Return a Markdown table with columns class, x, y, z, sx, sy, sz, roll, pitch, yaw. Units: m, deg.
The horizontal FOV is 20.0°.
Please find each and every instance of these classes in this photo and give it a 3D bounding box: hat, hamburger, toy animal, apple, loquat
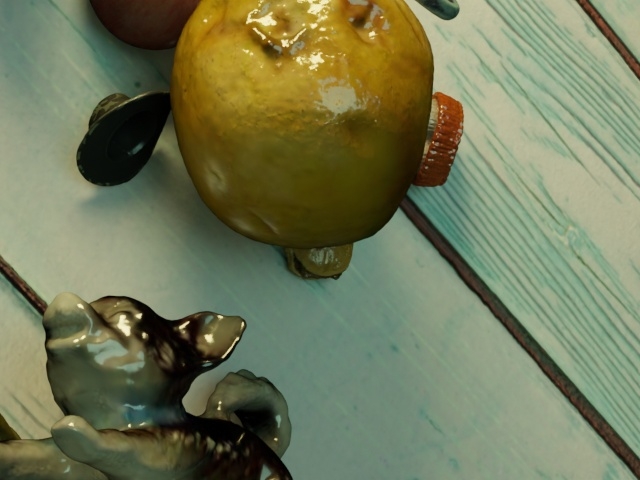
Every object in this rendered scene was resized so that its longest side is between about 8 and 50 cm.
| class | x | y | z | sx | sy | sz | roll | pitch | yaw |
| --- | --- | --- | --- | --- | --- | --- | --- | --- | --- |
| hat | -0.199 | -0.111 | 1.789 | 0.121 | 0.121 | 0.050 | -28 | 57 | -35 |
| hamburger | 0.000 | 0.000 | 1.907 | 0.076 | 0.044 | 0.083 | 4 | 75 | -33 |
| toy animal | -0.147 | 0.170 | 1.673 | 0.344 | 0.194 | 0.303 | 56 | 35 | -30 |
| apple | -0.156 | -0.269 | 1.816 | 0.153 | 0.120 | 0.153 | 9 | 74 | -32 |
| loquat | -0.022 | -0.130 | 1.775 | 0.276 | 0.284 | 0.276 | 2 | 68 | -4 |
| hat | 0.071 | -0.128 | 1.972 | 0.162 | 0.093 | 0.112 | 14 | 61 | -12 |

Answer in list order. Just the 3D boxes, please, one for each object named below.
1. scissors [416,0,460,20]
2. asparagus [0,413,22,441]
| class | x | y | z | sx | sy | sz | roll | pitch | yaw |
| --- | --- | --- | --- | --- | --- | --- | --- | --- | --- |
| scissors | -0.001 | -0.369 | 1.849 | 0.256 | 0.029 | 0.383 | 28 | 22 | -36 |
| asparagus | -0.347 | 0.142 | 1.626 | 0.287 | 0.080 | 0.080 | 45 | 59 | -11 |
